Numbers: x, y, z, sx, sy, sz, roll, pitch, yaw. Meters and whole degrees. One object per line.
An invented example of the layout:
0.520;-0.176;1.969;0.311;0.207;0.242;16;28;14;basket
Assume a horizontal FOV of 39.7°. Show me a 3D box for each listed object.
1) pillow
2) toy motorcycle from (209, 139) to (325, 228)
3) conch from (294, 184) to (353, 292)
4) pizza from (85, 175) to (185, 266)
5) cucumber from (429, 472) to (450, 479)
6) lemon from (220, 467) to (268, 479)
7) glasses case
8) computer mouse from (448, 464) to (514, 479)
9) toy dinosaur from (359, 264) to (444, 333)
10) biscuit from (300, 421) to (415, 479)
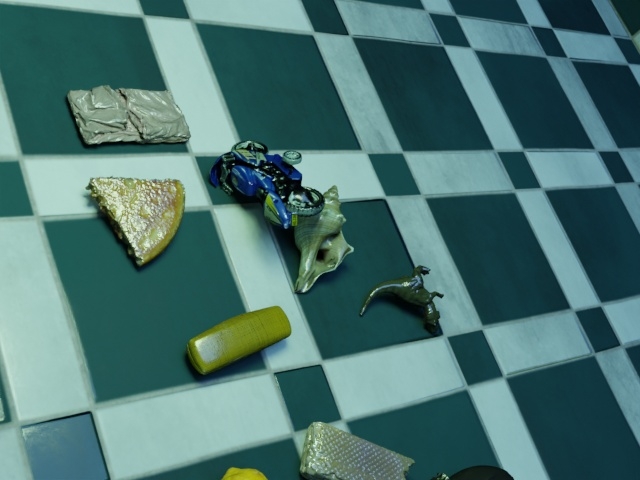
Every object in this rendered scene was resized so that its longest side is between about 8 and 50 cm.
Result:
-0.386;-0.260;1.817;0.248;0.049;0.135;-7;62;-43;pillow
-0.123;-0.124;1.849;0.169;0.113;0.315;-17;41;-31;toy motorcycle
0.001;-0.005;1.911;0.137;0.114;0.233;5;94;-24;conch
-0.357;-0.066;1.701;0.193;0.053;0.201;38;57;-12;pizza
0.152;0.532;1.642;0.245;0.067;0.067;-37;86;-15;cucumber
-0.122;0.456;1.491;0.114;0.114;0.155;-14;76;-42;lemon
-0.153;0.184;1.683;0.234;0.064;0.079;-19;76;-43;glasses case
0.280;0.509;1.743;0.270;0.138;0.086;-26;89;-45;computer mouse
0.201;0.145;1.965;0.187;0.087;0.179;41;44;-5;toy dinosaur
0.072;0.436;1.690;0.239;0.062;0.108;27;50;-20;biscuit
